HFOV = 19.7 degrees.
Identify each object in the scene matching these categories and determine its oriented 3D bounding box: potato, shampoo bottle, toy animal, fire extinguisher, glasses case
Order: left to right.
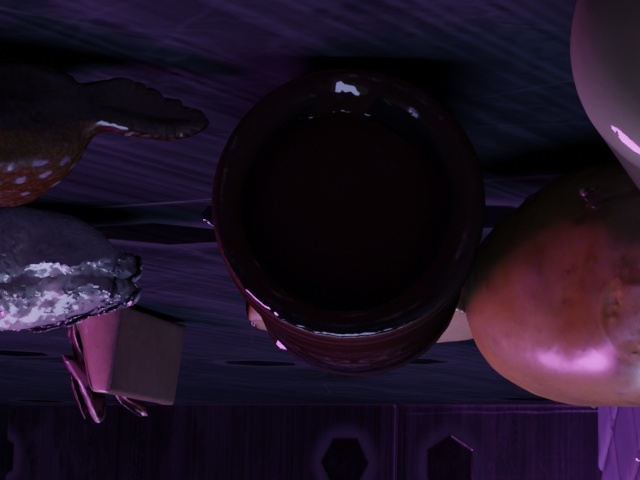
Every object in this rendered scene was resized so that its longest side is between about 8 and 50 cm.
[{"bbox_3d":[-0.171,-0.020,0.732,0.243,0.087,0.260,-2,169,35],"label":"toy animal"},{"bbox_3d":[-0.185,0.113,1.652,0.070,0.103,0.193,6,174,14],"label":"glasses case"},{"bbox_3d":[0.000,0.000,0.830,0.138,0.102,0.344,25,174,4],"label":"fire extinguisher"},{"bbox_3d":[0.136,0.019,0.848,0.118,0.109,0.178,-24,-173,-24],"label":"potato"},{"bbox_3d":[0.110,-0.047,0.492,0.079,0.079,0.162,-1,172,16],"label":"shampoo bottle"}]

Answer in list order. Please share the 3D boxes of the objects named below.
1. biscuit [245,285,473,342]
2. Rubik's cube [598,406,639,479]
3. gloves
[{"bbox_3d":[0.033,0.041,1.264,0.188,0.052,0.056,-5,154,36],"label":"biscuit"},{"bbox_3d":[0.316,0.140,1.277,0.224,0.231,0.221,1,172,-2],"label":"Rubik's cube"},{"bbox_3d":[-0.180,0.020,1.067,0.153,0.070,0.114,2,172,-21],"label":"gloves"}]
